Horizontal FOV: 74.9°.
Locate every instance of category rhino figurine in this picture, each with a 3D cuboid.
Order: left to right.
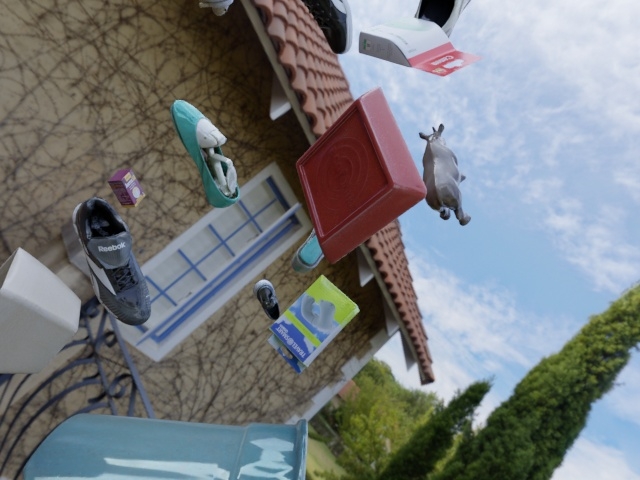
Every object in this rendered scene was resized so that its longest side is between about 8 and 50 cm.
[{"bbox_3d":[0.246,-0.149,0.852,0.073,0.243,0.106,-21,-40,32],"label":"rhino figurine"}]

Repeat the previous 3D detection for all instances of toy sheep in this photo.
[{"bbox_3d":[-0.244,-0.587,0.959,0.091,0.091,0.132,41,-27,30],"label":"toy sheep"}]

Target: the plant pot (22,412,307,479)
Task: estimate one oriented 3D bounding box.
[{"bbox_3d":[-0.211,0.396,0.567,0.333,0.341,0.341,11,-14,-1],"label":"plant pot"}]

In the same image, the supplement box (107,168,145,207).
[{"bbox_3d":[-0.497,-0.133,1.074,0.043,0.055,0.083,-1,-49,14],"label":"supplement box"}]

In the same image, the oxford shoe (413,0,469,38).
[{"bbox_3d":[0.347,-0.677,1.097,0.140,0.397,0.146,19,7,8],"label":"oxford shoe"}]

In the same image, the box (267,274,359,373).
[{"bbox_3d":[-0.020,0.170,0.860,0.109,0.178,0.042,39,-13,28],"label":"box"}]

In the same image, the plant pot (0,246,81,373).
[{"bbox_3d":[-0.354,0.093,0.498,0.096,0.109,0.109,40,2,-35],"label":"plant pot"}]

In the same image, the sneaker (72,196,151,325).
[{"bbox_3d":[-0.343,0.032,0.688,0.106,0.078,0.234,-23,-91,57],"label":"sneaker"}]

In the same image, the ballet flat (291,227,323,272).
[{"bbox_3d":[0.000,0.000,1.019,0.072,0.213,0.068,43,-37,0],"label":"ballet flat"}]

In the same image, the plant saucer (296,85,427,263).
[{"bbox_3d":[0.050,-0.125,0.802,0.047,0.259,0.259,8,55,-42],"label":"plant saucer"}]

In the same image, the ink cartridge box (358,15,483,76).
[{"bbox_3d":[0.226,-0.437,0.928,0.224,0.181,0.056,31,-40,32],"label":"ink cartridge box"}]

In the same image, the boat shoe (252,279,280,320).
[{"bbox_3d":[-0.124,0.146,1.013,0.040,0.049,0.142,47,-18,34],"label":"boat shoe"}]

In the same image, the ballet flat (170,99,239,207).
[{"bbox_3d":[-0.232,-0.185,0.898,0.087,0.083,0.247,-3,-59,24],"label":"ballet flat"}]

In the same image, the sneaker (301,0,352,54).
[{"bbox_3d":[-0.023,-0.422,0.724,0.079,0.121,0.217,34,-31,50],"label":"sneaker"}]
